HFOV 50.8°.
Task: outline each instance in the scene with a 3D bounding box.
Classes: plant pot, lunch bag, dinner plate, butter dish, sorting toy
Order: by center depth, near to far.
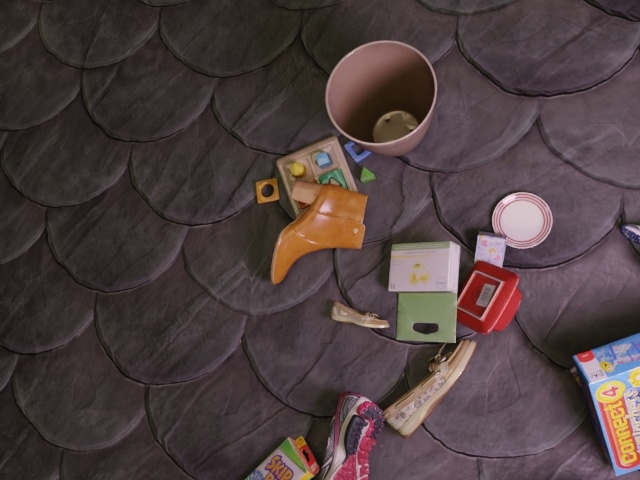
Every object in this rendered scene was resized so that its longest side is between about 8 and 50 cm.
[{"bbox_3d":[0.409,0.149,1.589,0.160,0.118,0.160,-60,28,-1],"label":"butter dish"},{"bbox_3d":[0.413,0.024,1.640,0.071,0.053,0.083,8,108,17],"label":"lunch bag"},{"bbox_3d":[0.494,-0.049,1.654,0.141,0.017,0.141,-3,77,13],"label":"dinner plate"},{"bbox_3d":[0.168,-0.309,1.657,0.257,0.274,0.256,-3,77,14],"label":"plant pot"},{"bbox_3d":[-0.015,-0.169,1.794,0.348,0.047,0.195,-22,74,9],"label":"sorting toy"}]

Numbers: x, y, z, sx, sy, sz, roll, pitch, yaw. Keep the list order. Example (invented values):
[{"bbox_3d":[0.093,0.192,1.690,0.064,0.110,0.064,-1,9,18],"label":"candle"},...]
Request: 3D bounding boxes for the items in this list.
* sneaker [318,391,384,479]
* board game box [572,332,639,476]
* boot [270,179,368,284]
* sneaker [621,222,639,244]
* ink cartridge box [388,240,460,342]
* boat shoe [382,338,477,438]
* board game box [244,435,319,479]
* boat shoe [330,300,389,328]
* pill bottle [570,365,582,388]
[{"bbox_3d":[0.058,0.509,1.611,0.112,0.121,0.299,27,97,53],"label":"sneaker"},{"bbox_3d":[0.710,0.316,1.384,0.302,0.308,0.086,-23,30,9],"label":"board game box"},{"bbox_3d":[0.000,-0.001,1.733,0.211,0.104,0.295,17,97,2],"label":"boot"},{"bbox_3d":[0.769,-0.018,1.565,0.135,0.052,0.058,22,75,10],"label":"sneaker"},{"bbox_3d":[0.247,0.124,1.630,0.171,0.056,0.235,-3,75,39],"label":"ink cartridge box"},{"bbox_3d":[0.259,0.335,1.588,0.089,0.104,0.285,39,91,16],"label":"boat shoe"},{"bbox_3d":[-0.122,0.597,1.638,0.259,0.039,0.124,-43,37,0],"label":"board game box"},{"bbox_3d":[0.100,0.189,1.687,0.153,0.056,0.048,9,86,23],"label":"boat shoe"},{"bbox_3d":[0.623,0.325,1.517,0.065,0.065,0.116,-34,72,6],"label":"pill bottle"}]
